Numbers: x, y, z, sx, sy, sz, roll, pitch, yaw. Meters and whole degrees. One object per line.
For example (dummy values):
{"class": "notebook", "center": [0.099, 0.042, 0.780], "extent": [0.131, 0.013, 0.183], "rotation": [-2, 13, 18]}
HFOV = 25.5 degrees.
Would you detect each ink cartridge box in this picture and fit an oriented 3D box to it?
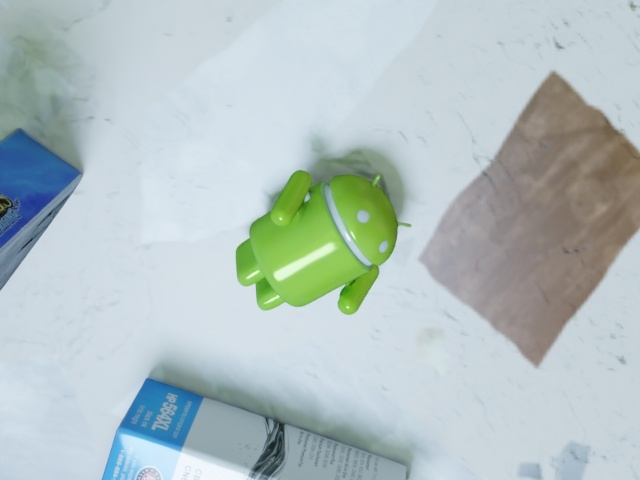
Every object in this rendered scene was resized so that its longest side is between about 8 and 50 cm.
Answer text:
{"class": "ink cartridge box", "center": [-0.056, 0.206, 0.995], "extent": [0.203, 0.086, 0.148], "rotation": [18, 109, 1]}

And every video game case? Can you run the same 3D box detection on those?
{"class": "video game case", "center": [-0.271, 0.067, 0.877], "extent": [0.061, 0.269, 0.244], "rotation": [37, 108, -5]}

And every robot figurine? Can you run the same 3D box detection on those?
{"class": "robot figurine", "center": [0.000, 0.000, 0.931], "extent": [0.115, 0.067, 0.101], "rotation": [-28, 120, 13]}
